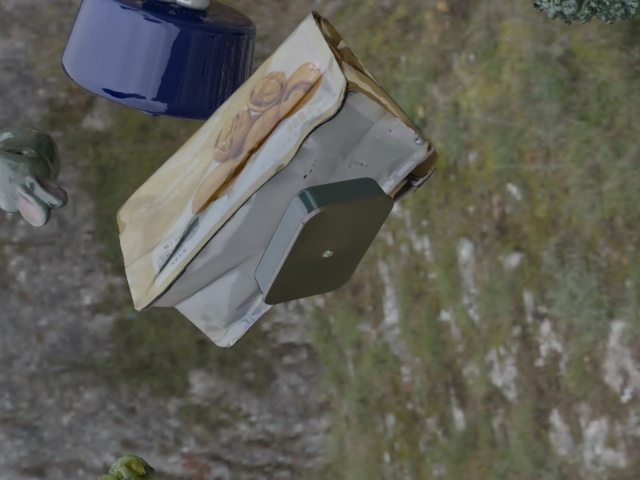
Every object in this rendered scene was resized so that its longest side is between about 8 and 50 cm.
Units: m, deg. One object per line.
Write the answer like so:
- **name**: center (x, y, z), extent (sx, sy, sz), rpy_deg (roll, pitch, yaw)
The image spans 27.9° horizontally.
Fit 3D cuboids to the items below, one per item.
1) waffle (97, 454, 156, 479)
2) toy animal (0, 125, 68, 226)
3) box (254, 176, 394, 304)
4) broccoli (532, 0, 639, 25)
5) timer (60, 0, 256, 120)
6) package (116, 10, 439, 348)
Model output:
- **waffle**: center (-0.173, 0.257, 0.976), extent (0.036, 0.183, 0.169), rpy_deg (18, 126, 12)
- **toy animal**: center (-0.367, -0.084, 1.583), extent (0.108, 0.138, 0.236), rpy_deg (47, 165, -17)
- **box**: center (0.000, 0.000, 1.058), extent (0.031, 0.091, 0.126), rpy_deg (59, 142, 27)
- **broccoli**: center (0.478, -0.442, 1.933), extent (0.272, 0.324, 0.334), rpy_deg (-66, 11, -20)
- **timer**: center (-0.189, -0.381, 1.761), extent (0.270, 0.270, 0.384), rpy_deg (42, 122, 52)
- **package**: center (-0.045, -0.047, 1.323), extent (0.311, 0.165, 0.221), rpy_deg (-44, 31, 13)
